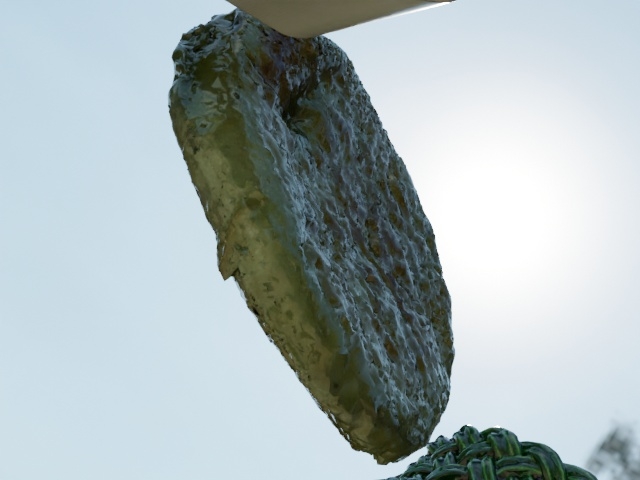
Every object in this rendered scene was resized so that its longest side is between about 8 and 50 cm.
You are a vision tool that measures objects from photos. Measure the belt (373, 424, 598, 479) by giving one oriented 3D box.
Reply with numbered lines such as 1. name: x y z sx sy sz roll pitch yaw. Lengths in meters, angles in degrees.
1. belt: 0.045 0.136 0.481 0.121 0.079 0.151 37 -39 37

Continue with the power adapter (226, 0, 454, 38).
1. power adapter: -0.011 -0.176 0.754 0.125 0.130 0.205 28 -15 -27

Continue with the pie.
1. pie: 0.000 0.000 0.887 0.078 0.277 0.277 -20 -57 21
